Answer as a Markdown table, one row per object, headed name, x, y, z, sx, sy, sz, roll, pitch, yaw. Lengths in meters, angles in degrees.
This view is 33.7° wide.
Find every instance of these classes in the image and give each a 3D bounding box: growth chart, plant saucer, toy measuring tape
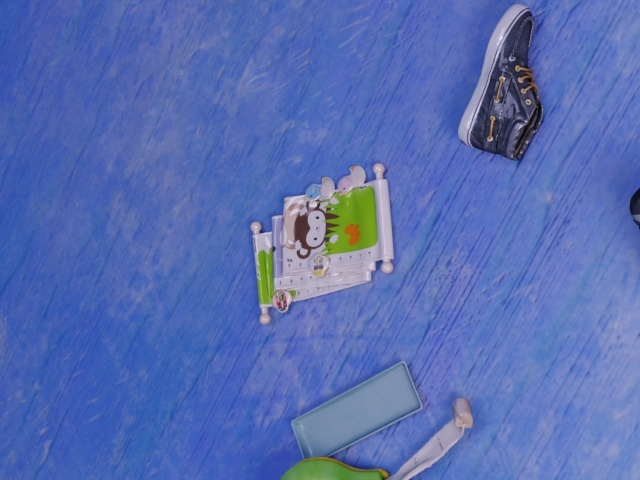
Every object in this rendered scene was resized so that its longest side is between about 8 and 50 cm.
| name | x | y | z | sx | sy | sz | roll | pitch | yaw |
| --- | --- | --- | --- | --- | --- | --- | --- | --- | --- |
| growth chart | 0.000 | 0.000 | 1.433 | 0.237 | 0.021 | 0.172 | -22 | 69 | 29 |
| plant saucer | 0.047 | 0.225 | 1.365 | 0.192 | 0.018 | 0.067 | -32 | 66 | 25 |
| toy measuring tape | 0.038 | 0.287 | 1.297 | 0.330 | 0.121 | 0.121 | -47 | 60 | 19 |

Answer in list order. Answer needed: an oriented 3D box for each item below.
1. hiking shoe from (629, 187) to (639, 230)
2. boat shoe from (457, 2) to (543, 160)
| name | x | y | z | sx | sy | sz | roll | pitch | yaw |
| --- | --- | --- | --- | --- | --- | --- | --- | --- | --- |
| hiking shoe | 0.479 | -0.020 | 1.082 | 0.304 | 0.113 | 0.132 | -8 | 108 | 26 |
| boat shoe | 0.239 | -0.190 | 1.282 | 0.083 | 0.065 | 0.183 | 26 | 103 | 32 |
